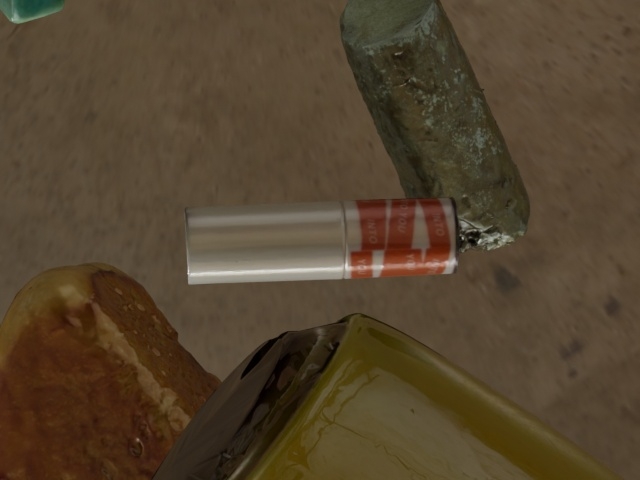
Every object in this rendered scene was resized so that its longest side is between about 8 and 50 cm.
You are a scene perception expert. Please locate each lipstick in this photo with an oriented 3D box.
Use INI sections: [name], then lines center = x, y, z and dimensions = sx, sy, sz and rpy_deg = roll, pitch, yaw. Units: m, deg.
[lipstick]
center = 0.000, 0.000, 0.966
dimensions = 0.130, 0.038, 0.038
rpy_deg = -2, 104, -4

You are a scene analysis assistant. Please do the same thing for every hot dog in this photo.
[hot dog]
center = -0.123, 0.147, 1.242
dimensions = 0.153, 0.150, 0.257
rpy_deg = -40, 87, 13

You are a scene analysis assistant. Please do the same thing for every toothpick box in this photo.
[toothpick box]
center = 0.061, 0.153, 0.711
dimensions = 0.271, 0.175, 0.175
rpy_deg = 40, 98, -5

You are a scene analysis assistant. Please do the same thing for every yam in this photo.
[yam]
center = 0.073, -0.076, 1.262
dimensions = 0.078, 0.078, 0.179
rpy_deg = -23, 113, 2

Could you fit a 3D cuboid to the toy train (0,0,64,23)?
[toy train]
center = -0.168, -0.195, 0.794
dimensions = 0.194, 0.298, 0.120
rpy_deg = -19, 136, -27
